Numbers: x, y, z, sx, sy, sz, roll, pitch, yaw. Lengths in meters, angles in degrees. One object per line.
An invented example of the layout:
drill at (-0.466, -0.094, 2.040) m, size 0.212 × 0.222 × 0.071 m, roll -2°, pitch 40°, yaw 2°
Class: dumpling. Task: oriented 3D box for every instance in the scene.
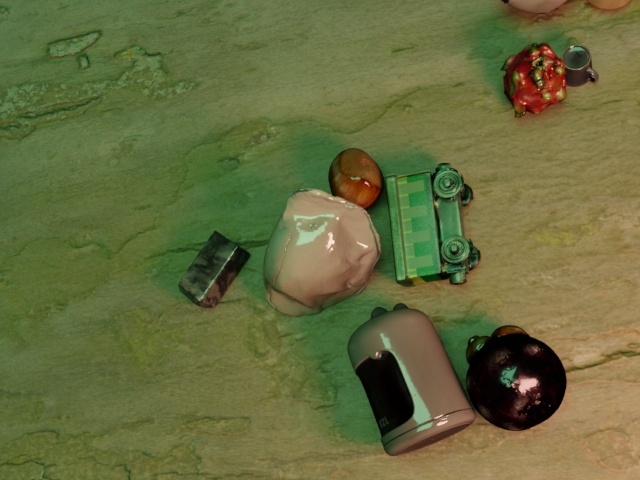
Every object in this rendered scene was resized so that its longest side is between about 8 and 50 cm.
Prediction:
dumpling at (0.001, 0.045, 1.757) m, size 0.260 × 0.181 × 0.341 m, roll 15°, pitch 102°, yaw -4°

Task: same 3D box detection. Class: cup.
cup at (0.616, -0.411, 1.781) m, size 0.100 × 0.077 × 0.078 m, roll 37°, pitch 88°, yaw 23°

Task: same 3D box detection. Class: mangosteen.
mangosteen at (0.396, 0.279, 1.595) m, size 0.211 × 0.211 × 0.250 m, roll -40°, pitch 37°, yaw 3°

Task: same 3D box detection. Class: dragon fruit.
dragon fruit at (0.499, -0.376, 1.756) m, size 0.160 × 0.172 × 0.167 m, roll 14°, pitch 80°, yaw 21°

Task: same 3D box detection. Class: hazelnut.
hazelnut at (0.078, -0.143, 1.839) m, size 0.150 × 0.150 × 0.150 m, roll -5°, pitch 73°, yaw 16°

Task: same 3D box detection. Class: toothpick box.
toothpick box at (0.193, 0.285, 1.647) m, size 0.229 × 0.229 × 0.316 m, roll -26°, pitch 67°, yaw 9°

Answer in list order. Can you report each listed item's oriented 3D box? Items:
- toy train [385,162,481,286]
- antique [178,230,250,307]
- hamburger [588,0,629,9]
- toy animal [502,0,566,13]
toy train at (0.261, -0.032, 1.761) m, size 0.202 × 0.120 × 0.301 m, roll -11°, pitch 71°, yaw 18°
antique at (-0.274, 0.079, 1.912) m, size 0.086 × 0.088 × 0.183 m, roll 32°, pitch 85°, yaw 24°
hamburger at (0.697, -0.627, 1.819) m, size 0.141 × 0.081 × 0.127 m, roll 31°, pitch 87°, yaw 11°
toy animal at (0.537, -0.693, 1.820) m, size 0.212 × 0.212 × 0.267 m, roll 0°, pitch 71°, yaw 18°
